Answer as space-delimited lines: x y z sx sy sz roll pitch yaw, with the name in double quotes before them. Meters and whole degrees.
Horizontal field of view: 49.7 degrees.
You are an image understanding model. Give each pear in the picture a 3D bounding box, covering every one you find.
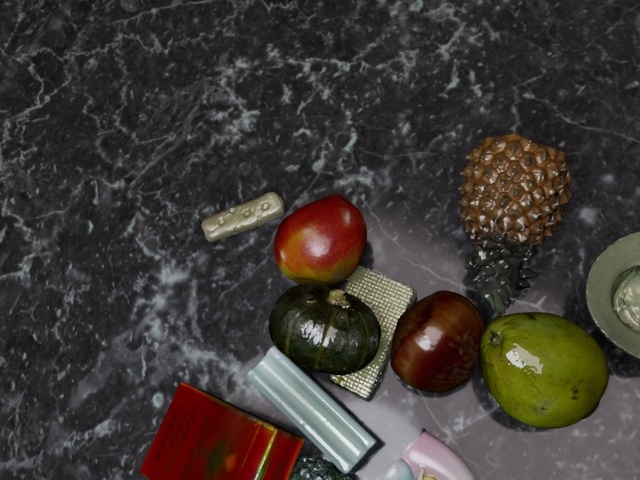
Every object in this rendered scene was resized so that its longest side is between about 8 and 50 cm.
"pear" 0.406 0.237 1.272 0.269 0.212 0.212 36 78 -28

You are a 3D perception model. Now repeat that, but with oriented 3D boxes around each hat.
"hat" 0.631 0.119 1.332 0.257 0.130 0.257 -2 72 7

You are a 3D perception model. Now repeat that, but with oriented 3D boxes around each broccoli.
"broccoli" -0.056 0.539 1.309 0.199 0.177 0.274 33 93 11

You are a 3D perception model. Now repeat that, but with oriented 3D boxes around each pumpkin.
"pumpkin" 0.009 0.164 1.324 0.224 0.224 0.157 23 105 15

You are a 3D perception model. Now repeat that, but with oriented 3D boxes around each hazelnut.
"hazelnut" 0.230 0.198 1.342 0.178 0.178 0.204 35 85 17

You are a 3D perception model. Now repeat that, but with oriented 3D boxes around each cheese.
"cheese" -0.173 -0.052 1.560 0.194 0.043 0.064 -22 76 0

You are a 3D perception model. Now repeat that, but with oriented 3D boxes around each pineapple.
"pineapple" 0.369 -0.019 1.375 0.223 0.223 0.357 10 75 12

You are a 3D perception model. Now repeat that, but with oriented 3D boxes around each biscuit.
"biscuit" 0.087 0.189 1.438 0.150 0.052 0.252 21 77 20

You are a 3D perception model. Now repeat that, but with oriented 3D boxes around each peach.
"peach" 0.000 0.000 1.440 0.190 0.190 0.192 10 67 12

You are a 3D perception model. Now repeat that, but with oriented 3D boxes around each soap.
"soap" -0.011 0.332 1.351 0.265 0.160 0.087 41 82 19

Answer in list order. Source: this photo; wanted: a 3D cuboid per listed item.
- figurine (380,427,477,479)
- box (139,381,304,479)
"figurine" 0.217 0.555 1.244 0.316 0.206 0.284 39 76 24
"box" -0.194 0.412 1.317 0.313 0.089 0.197 10 71 46
